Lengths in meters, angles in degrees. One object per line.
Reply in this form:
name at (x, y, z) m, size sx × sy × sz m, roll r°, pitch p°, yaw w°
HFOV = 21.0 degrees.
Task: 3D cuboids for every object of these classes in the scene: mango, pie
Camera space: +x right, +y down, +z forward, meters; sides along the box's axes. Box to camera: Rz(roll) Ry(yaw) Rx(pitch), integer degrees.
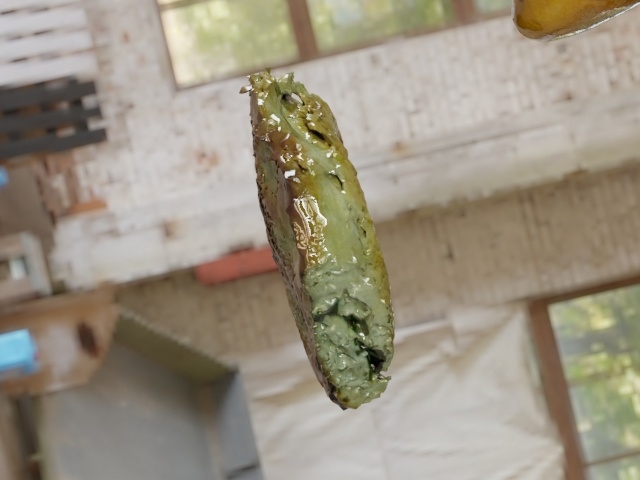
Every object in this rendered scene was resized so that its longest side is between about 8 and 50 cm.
mango at (0.231, -0.227, 1.419) m, size 0.090 × 0.178 × 0.115 m, roll 57°, pitch 15°, yaw 0°
pie at (0.000, 0.000, 1.729) m, size 0.288 × 0.103 × 0.354 m, roll -106°, pitch -177°, yaw -52°
